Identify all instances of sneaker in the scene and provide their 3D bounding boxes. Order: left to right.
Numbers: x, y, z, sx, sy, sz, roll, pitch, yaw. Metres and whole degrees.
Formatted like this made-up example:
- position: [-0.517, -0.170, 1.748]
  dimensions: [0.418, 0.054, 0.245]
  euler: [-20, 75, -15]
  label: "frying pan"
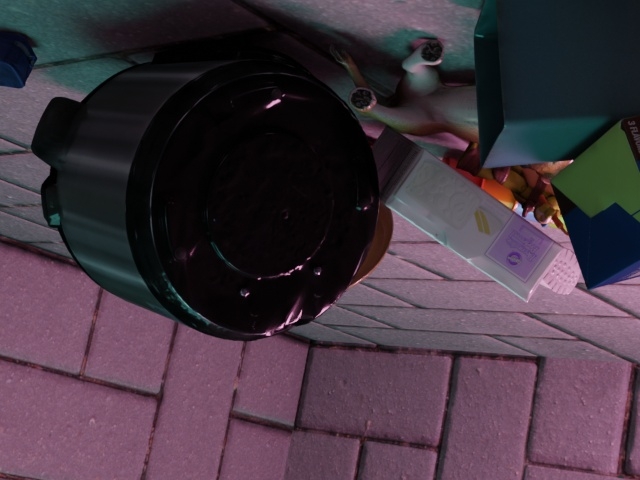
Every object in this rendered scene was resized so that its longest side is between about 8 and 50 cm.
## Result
- position: [0.430, 0.041, 2.429]
  dimensions: [0.235, 0.090, 0.095]
  euler: [25, 175, -37]
  label: "sneaker"

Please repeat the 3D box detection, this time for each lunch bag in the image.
- position: [-0.468, -0.271, 1.785]
  dimensions: [0.098, 0.065, 0.067]
  euler: [9, 152, 13]
  label: "lunch bag"

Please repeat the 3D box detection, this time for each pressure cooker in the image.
- position: [-0.173, -0.070, 1.659]
  dimensions: [0.375, 0.369, 0.420]
  euler: [-28, -160, -26]
  label: "pressure cooker"

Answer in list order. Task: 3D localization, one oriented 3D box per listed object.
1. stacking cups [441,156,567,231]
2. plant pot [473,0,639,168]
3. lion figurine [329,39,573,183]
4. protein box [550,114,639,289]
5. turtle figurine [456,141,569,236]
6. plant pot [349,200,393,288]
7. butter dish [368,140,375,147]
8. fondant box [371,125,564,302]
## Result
- position: [0.342, -0.062, 1.956]
  dimensions: [0.316, 0.096, 0.096]
  euler: [12, 168, -3]
  label: "stacking cups"
- position: [0.296, -0.181, 1.305]
  dimensions: [0.234, 0.165, 0.166]
  euler: [-2, 168, 0]
  label: "plant pot"
- position: [0.208, -0.163, 1.591]
  dimensions: [0.392, 0.142, 0.240]
  euler: [23, 178, 11]
  label: "lion figurine"
- position: [0.387, -0.054, 1.278]
  dimensions: [0.201, 0.136, 0.200]
  euler: [-14, 168, -14]
  label: "protein box"
- position: [0.309, -0.084, 1.754]
  dimensions: [0.217, 0.087, 0.269]
  euler: [30, -147, 4]
  label: "turtle figurine"
- position: [0.000, 0.000, 1.865]
  dimensions: [0.236, 0.236, 0.032]
  euler: [6, 144, 22]
  label: "plant pot"
- position: [0.043, -0.101, 1.988]
  dimensions: [0.160, 0.118, 0.160]
  euler: [16, 167, -28]
  label: "butter dish"
- position: [0.188, -0.047, 1.731]
  dimensions: [0.238, 0.096, 0.330]
  euler: [34, -173, -11]
  label: "fondant box"
